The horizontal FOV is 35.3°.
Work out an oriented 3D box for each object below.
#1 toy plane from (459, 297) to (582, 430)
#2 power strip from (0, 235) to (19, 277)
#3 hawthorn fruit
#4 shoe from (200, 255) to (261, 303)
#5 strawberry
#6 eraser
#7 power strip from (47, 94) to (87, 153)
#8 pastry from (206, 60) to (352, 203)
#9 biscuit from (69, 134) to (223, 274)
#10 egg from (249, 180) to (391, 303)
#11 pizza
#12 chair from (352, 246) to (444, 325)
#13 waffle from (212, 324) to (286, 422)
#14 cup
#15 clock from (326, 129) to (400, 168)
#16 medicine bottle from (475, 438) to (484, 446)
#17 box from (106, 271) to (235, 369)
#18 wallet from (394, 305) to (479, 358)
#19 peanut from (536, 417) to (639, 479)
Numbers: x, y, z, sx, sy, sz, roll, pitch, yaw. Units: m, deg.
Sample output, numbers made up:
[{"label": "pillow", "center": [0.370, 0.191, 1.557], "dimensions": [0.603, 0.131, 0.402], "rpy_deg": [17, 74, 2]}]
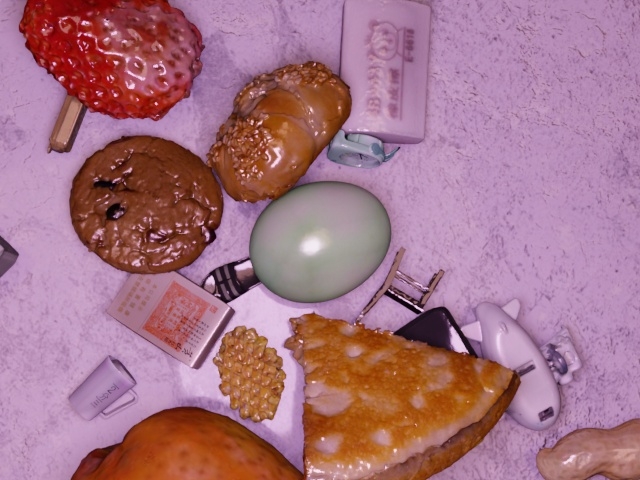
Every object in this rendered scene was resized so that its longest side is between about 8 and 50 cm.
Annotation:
[{"label": "toy plane", "center": [0.366, 0.237, 1.905], "dimensions": [0.267, 0.122, 0.266], "rpy_deg": [1, 82, -7]}, {"label": "power strip", "center": [-0.692, -0.004, 1.856], "dimensions": [0.224, 0.140, 0.139], "rpy_deg": [44, 84, 1]}, {"label": "hawthorn fruit", "center": [-0.225, 0.511, 1.704], "dimensions": [0.472, 0.472, 0.471], "rpy_deg": [0, 84, -4]}, {"label": "shoe", "center": [-0.154, 0.068, 1.928], "dimensions": [0.179, 0.049, 0.071], "rpy_deg": [-25, 85, -6]}, {"label": "strawberry", "center": [-0.378, -0.364, 1.857], "dimensions": [0.336, 0.149, 0.265], "rpy_deg": [19, 86, -27]}, {"label": "eraser", "center": [0.123, -0.331, 1.969], "dimensions": [0.174, 0.095, 0.270], "rpy_deg": [5, 84, -6]}, {"label": "power strip", "center": [-0.455, -0.303, 1.941], "dimensions": [0.044, 0.064, 0.305], "rpy_deg": [20, 83, -4]}, {"label": "pastry", "center": [-0.088, -0.216, 1.864], "dimensions": [0.162, 0.255, 0.310], "rpy_deg": [46, 65, -29]}, {"label": "biscuit", "center": [-0.329, -0.072, 1.889], "dimensions": [0.296, 0.075, 0.295], "rpy_deg": [1, 68, -3]}, {"label": "egg", "center": [0.000, 0.000, 1.859], "dimensions": [0.270, 0.220, 0.220], "rpy_deg": [-27, 86, -8]}, {"label": "pizza", "center": [0.091, 0.263, 1.779], "dimensions": [0.440, 0.130, 0.406], "rpy_deg": [-23, 45, -24]}, {"label": "chair", "center": [0.139, 0.129, 1.925], "dimensions": [0.102, 0.084, 0.212], "rpy_deg": [30, 83, 4]}, {"label": "waffle", "center": [-0.132, 0.248, 1.863], "dimensions": [0.038, 0.191, 0.191], "rpy_deg": [-21, 84, -47]}, {"label": "cup", "center": [-0.398, 0.286, 1.885], "dimensions": [0.116, 0.074, 0.104], "rpy_deg": [-44, 117, -3]}, {"label": "clock", "center": [0.082, -0.173, 1.946], "dimensions": [0.135, 0.101, 0.041], "rpy_deg": [11, 75, -7]}, {"label": "medicine bottle", "center": [0.189, 0.410, 1.904], "dimensions": [0.261, 0.064, 0.095], "rpy_deg": [-36, 85, -7]}, {"label": "box", "center": [-0.281, 0.134, 1.891], "dimensions": [0.201, 0.058, 0.141], "rpy_deg": [32, 83, 11]}, {"label": "wallet", "center": [0.166, 0.239, 1.887], "dimensions": [0.250, 0.044, 0.149], "rpy_deg": [-34, 76, 18]}, {"label": "peanut", "center": [0.540, 0.404, 1.909], "dimensions": [0.263, 0.101, 0.117], "rpy_deg": [-6, 64, -4]}]
